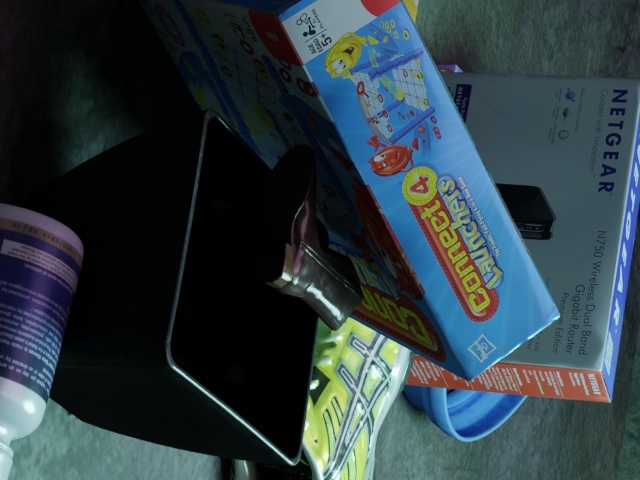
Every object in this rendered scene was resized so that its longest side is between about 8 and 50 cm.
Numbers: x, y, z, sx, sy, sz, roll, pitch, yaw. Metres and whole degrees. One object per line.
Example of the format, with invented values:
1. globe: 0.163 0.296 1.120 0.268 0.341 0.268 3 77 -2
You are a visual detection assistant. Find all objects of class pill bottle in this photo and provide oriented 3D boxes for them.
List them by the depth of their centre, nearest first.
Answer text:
1. pill bottle: -0.212 0.069 1.181 0.094 0.094 0.169 56 41 -59

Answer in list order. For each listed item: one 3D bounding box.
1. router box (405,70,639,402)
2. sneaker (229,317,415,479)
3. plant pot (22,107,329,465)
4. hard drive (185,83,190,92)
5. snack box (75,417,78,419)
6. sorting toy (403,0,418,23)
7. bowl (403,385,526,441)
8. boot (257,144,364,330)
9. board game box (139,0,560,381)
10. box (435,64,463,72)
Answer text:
1. router box: 0.169 -0.013 1.930 0.082 0.301 0.336 62 36 -58
2. sneaker: -0.003 0.138 1.708 0.147 0.145 0.385 23 70 -70
3. plant pot: -0.117 0.041 1.305 0.187 0.167 0.188 47 45 -51
4. hard drive: -0.086 -0.194 1.605 0.135 0.022 0.094 -53 141 -57
5. snack box: -0.148 0.080 1.468 0.178 0.022 0.064 -39 126 -64
6. sorting toy: 0.039 -0.257 1.647 0.193 0.038 0.208 50 41 -37
7. bowl: 0.219 0.048 2.244 0.391 0.077 0.391 -43 146 -39
8. boot: 0.000 0.000 1.318 0.114 0.037 0.106 33 68 -54
9. board game box: 0.010 -0.073 1.393 0.086 0.308 0.302 -34 112 -14
10. box: 0.175 -0.074 2.280 0.293 0.057 0.201 31 63 -64
